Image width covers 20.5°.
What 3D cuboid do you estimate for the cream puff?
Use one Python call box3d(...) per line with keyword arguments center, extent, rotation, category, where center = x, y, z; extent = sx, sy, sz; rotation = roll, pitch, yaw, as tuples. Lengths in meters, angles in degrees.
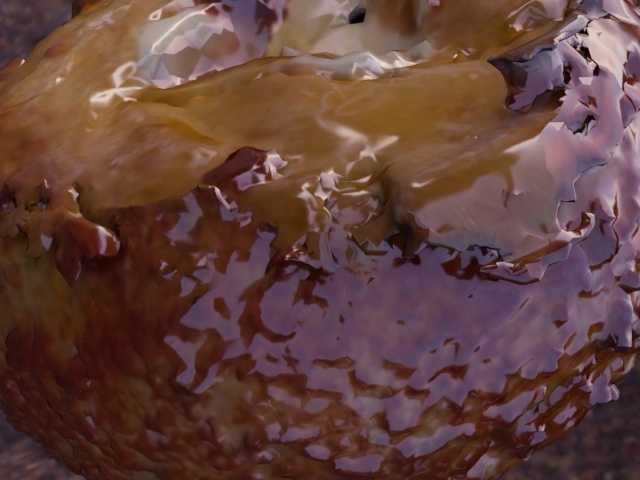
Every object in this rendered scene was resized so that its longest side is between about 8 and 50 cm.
box3d(center=(0.002, -0.003, 0.759), extent=(0.350, 0.350, 0.228), rotation=(-47, 134, -39), category="cream puff")
